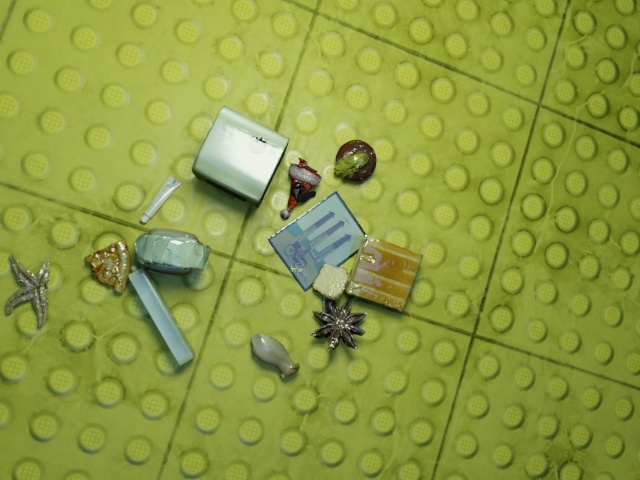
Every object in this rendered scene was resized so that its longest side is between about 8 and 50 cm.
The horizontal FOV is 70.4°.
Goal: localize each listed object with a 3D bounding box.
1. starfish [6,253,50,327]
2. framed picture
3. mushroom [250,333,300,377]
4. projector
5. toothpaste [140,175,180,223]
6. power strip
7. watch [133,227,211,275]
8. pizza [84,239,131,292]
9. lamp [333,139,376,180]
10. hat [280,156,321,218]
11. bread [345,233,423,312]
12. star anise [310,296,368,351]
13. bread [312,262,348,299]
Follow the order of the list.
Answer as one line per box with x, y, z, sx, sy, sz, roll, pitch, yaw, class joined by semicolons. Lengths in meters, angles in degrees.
-0.991;0.172;1.533;0.138;0.050;0.248;3;84;-8;starfish
0.000;0.000;1.722;0.323;0.013;0.244;-36;95;-8;framed picture
-0.170;0.415;1.640;0.097;0.088;0.212;-45;101;1;mushroom
-0.271;-0.281;1.566;0.249;0.248;0.249;26;85;-8;projector
-0.578;-0.143;1.623;0.048;0.031;0.190;35;80;-4;toothpaste
-0.556;0.254;1.580;0.062;0.091;0.385;-29;92;-11;power strip
-0.498;0.042;1.521;0.253;0.241;0.162;7;88;-9;watch
-0.738;0.079;1.572;0.161;0.062;0.182;14;87;-7;pizza
0.136;-0.300;1.692;0.156;0.135;0.157;12;84;-9;lamp
-0.088;-0.181;1.665;0.128;0.140;0.228;26;97;3;hat
0.231;0.121;1.702;0.246;0.111;0.239;22;85;-10;bread
0.063;0.298;1.679;0.230;0.081;0.263;-23;62;-10;star anise
0.042;0.152;1.684;0.126;0.044;0.129;21;79;24;bread
